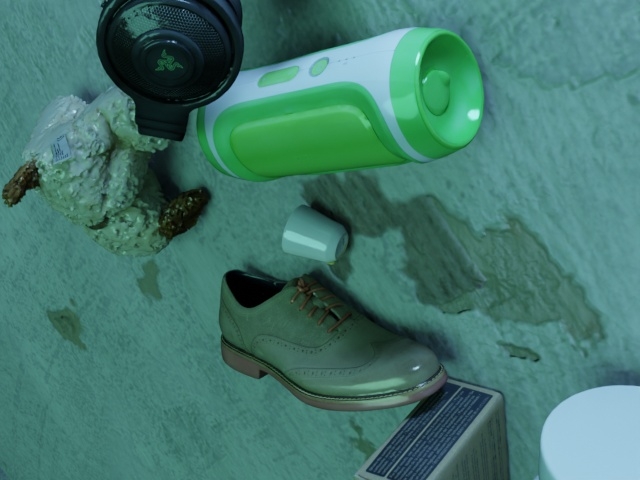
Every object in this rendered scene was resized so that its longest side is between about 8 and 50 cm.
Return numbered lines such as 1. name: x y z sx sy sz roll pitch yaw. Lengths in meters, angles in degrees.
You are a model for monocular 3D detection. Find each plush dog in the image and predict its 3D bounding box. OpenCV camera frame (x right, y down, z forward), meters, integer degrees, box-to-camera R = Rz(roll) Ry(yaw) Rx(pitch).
1. plush dog: -0.284 -0.064 1.137 0.262 0.210 0.225 -2 138 43

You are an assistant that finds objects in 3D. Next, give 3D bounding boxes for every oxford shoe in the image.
1. oxford shoe: -0.007 0.113 1.031 0.348 0.123 0.130 7 116 38

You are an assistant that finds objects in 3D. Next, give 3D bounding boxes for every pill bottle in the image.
1. pill bottle: 0.298 0.339 0.830 0.210 0.210 0.363 17 127 34

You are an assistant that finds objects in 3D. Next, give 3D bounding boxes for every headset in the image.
1. headset: -0.154 -0.253 0.782 0.185 0.243 0.394 9 158 -11

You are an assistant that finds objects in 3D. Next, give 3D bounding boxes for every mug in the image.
1. mug: 0.000 -0.003 1.002 0.064 0.078 0.062 20 97 21

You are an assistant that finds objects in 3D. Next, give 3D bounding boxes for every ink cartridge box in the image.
1. ink cartridge box: 0.138 0.309 0.971 0.088 0.193 0.234 13 124 37

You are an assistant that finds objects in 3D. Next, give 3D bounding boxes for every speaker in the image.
1. speaker: 0.010 -0.129 0.847 0.296 0.131 0.131 -2 115 43
